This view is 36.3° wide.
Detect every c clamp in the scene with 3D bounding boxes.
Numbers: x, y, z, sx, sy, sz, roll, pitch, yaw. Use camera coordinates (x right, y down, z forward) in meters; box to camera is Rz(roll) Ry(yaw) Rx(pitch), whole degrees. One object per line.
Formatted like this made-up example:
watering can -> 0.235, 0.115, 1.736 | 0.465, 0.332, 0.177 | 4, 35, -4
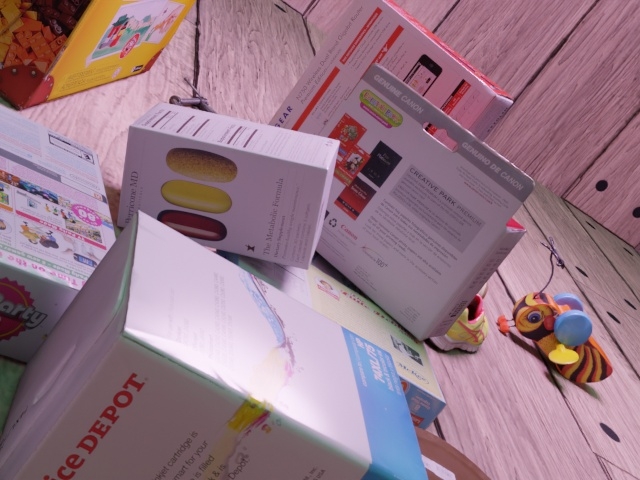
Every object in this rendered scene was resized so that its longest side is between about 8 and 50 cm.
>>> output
c clamp -> -0.221, -0.232, 1.727 | 0.137, 0.022, 0.161 | 44, 17, 0

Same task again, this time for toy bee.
toy bee -> 0.429, 0.156, 1.867 | 0.298, 0.162, 0.195 | 65, 12, 1

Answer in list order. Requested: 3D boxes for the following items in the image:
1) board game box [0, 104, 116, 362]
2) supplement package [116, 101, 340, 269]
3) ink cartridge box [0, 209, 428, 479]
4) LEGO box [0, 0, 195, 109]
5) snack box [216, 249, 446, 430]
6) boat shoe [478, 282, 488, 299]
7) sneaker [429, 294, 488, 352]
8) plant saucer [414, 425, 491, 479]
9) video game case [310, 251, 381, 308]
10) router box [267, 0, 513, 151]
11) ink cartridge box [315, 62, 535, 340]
board game box -> -0.317, -0.026, 0.943 | 0.224, 0.097, 0.303 | 26, 21, -31
supplement package -> -0.113, -0.072, 1.226 | 0.244, 0.139, 0.134 | 12, 21, 3
ink cartridge box -> -0.090, 0.151, 0.786 | 0.270, 0.198, 0.197 | 32, 20, -21
LEGO box -> -0.315, -0.425, 1.449 | 0.193, 0.372, 0.500 | 38, 18, -2
snack box -> 0.010, 0.110, 1.280 | 0.322, 0.060, 0.187 | 32, 18, -17
boat shoe -> 0.192, -0.001, 1.819 | 0.098, 0.109, 0.302 | 14, 35, -53
sneaker -> 0.244, 0.129, 1.622 | 0.081, 0.094, 0.208 | 43, 18, 19
plant saucer -> 0.141, 0.305, 1.105 | 0.278, 0.041, 0.278 | 33, 19, -13
video game case -> 0.000, 0.000, 1.561 | 0.329, 0.036, 0.300 | 40, 19, 3
router box -> 0.094, -0.192, 1.603 | 0.301, 0.335, 0.082 | 46, 21, 23
ink cartridge box -> 0.129, -0.058, 1.417 | 0.309, 0.272, 0.130 | 41, 15, 19
